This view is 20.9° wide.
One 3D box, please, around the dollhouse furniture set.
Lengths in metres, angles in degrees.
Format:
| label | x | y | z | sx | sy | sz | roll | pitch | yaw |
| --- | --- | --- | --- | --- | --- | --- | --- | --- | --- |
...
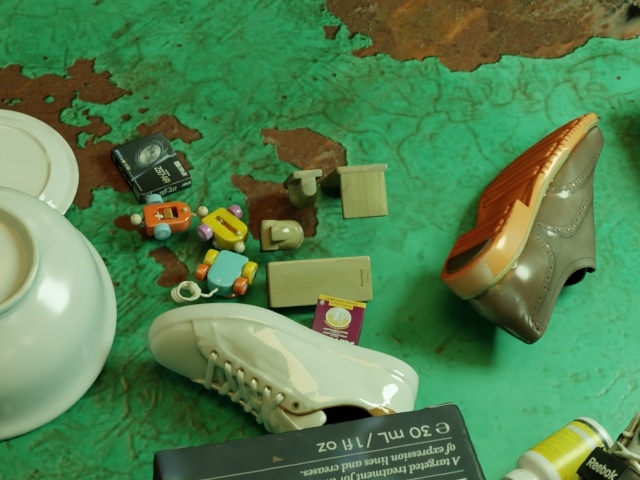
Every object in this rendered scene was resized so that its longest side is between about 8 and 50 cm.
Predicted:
| label | x | y | z | sx | sy | sz | roll | pitch | yaw |
| --- | --- | --- | --- | --- | --- | --- | --- | --- | --- |
| dollhouse furniture set | 0.000 | 0.000 | 1.979 | 0.144 | 0.123 | 0.151 | -4 | 85 | -9 |

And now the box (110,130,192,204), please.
| label | x | y | z | sx | sy | sz | roll | pitch | yaw |
| --- | --- | --- | --- | --- | --- | --- | --- | --- | --- |
| box | -0.198 | -0.085 | 2.036 | 0.067 | 0.018 | 0.083 | -21 | 55 | -21 |

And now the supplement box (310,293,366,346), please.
| label | x | y | z | sx | sy | sz | roll | pitch | yaw |
| --- | --- | --- | --- | --- | --- | --- | --- | --- | --- |
| supplement box | 0.015 | 0.106 | 1.879 | 0.055 | 0.043 | 0.083 | 11 | 50 | 2 |

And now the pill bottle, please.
| label | x | y | z | sx | sy | sz | roll | pitch | yaw |
| --- | --- | --- | --- | --- | --- | --- | --- | --- | --- |
| pill bottle | 0.242 | 0.234 | 1.780 | 0.116 | 0.065 | 0.065 | -29 | 58 | -27 |

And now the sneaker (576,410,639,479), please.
| label | x | y | z | sx | sy | sz | roll | pitch | yaw |
| --- | --- | --- | --- | --- | --- | --- | --- | --- | --- |
| sneaker | 0.305 | 0.241 | 1.714 | 0.330 | 0.146 | 0.122 | -28 | 36 | -29 |

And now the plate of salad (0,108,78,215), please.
| label | x | y | z | sx | sy | sz | roll | pitch | yaw |
| --- | --- | --- | --- | --- | --- | --- | --- | --- | --- |
| plate of salad | -0.376 | -0.068 | 1.982 | 0.200 | 0.048 | 0.200 | 4 | 52 | -5 |

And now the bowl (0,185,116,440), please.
| label | x | y | z | sx | sy | sz | roll | pitch | yaw |
| --- | --- | --- | --- | --- | --- | --- | --- | --- | --- |
| bowl | -0.359 | 0.050 | 1.800 | 0.298 | 0.134 | 0.298 | 3 | 59 | -5 |

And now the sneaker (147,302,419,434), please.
| label | x | y | z | sx | sy | sz | roll | pitch | yaw |
| --- | --- | --- | --- | --- | --- | --- | --- | --- | --- |
| sneaker | -0.047 | 0.151 | 1.792 | 0.290 | 0.106 | 0.123 | 14 | 47 | 4 |

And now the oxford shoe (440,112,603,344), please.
| label | x | y | z | sx | sy | sz | roll | pitch | yaw |
| --- | --- | --- | --- | --- | --- | --- | --- | --- | --- |
| oxford shoe | 0.256 | -0.017 | 1.987 | 0.133 | 0.130 | 0.364 | 47 | 46 | -10 |

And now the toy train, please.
| label | x | y | z | sx | sy | sz | roll | pitch | yaw |
| --- | --- | --- | --- | --- | --- | --- | --- | --- | --- |
| toy train | -0.138 | 0.015 | 1.942 | 0.125 | 0.046 | 0.166 | -11 | 49 | -14 |

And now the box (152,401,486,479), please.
| label | x | y | z | sx | sy | sz | roll | pitch | yaw |
| --- | --- | --- | --- | --- | --- | --- | --- | --- | --- |
| box | 0.027 | 0.377 | 1.540 | 0.293 | 0.212 | 0.395 | -8 | 52 | -14 |
